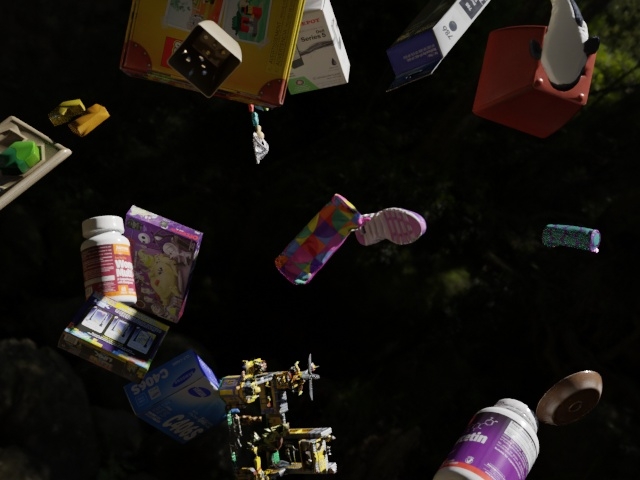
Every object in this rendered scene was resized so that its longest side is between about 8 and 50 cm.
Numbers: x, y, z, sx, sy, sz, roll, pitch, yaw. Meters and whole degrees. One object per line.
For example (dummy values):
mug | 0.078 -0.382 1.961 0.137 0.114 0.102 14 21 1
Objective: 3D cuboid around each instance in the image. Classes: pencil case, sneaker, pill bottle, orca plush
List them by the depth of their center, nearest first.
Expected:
pencil case | 0.000 0.000 1.673 0.104 0.236 0.104 43 10 -9
orca plush | 0.562 -0.463 1.694 0.102 0.151 0.287 52 24 -63
pill bottle | 0.417 0.537 1.760 0.181 0.323 0.182 21 -50 27
pill bottle | -0.534 0.058 1.799 0.121 0.121 0.221 96 -15 -78
sneaker | 0.192 -0.044 1.849 0.236 0.104 0.095 -3 -77 55
pencil case | 0.724 -0.006 2.076 0.151 0.064 0.070 10 -60 43

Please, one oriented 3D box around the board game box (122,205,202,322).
board game box | -0.465 0.076 2.029 0.208 0.056 0.347 24 -49 3

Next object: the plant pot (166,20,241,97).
plant pot | -0.220 -0.370 1.422 0.109 0.109 0.096 39 30 -19

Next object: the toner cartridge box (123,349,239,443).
toner cartridge box | -0.308 0.369 1.657 0.075 0.165 0.348 57 -8 25

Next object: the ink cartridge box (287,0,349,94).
ink cartridge box | -0.040 -0.615 2.255 0.198 0.115 0.273 -8 -44 17

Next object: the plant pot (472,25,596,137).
plant pot | 0.637 -0.475 2.081 0.267 0.268 0.235 15 -5 -16

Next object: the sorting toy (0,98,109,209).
sorting toy | -0.515 -0.149 1.194 0.229 0.307 0.041 26 -29 38

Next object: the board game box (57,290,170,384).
board game box | -0.396 0.185 1.392 0.170 0.048 0.141 28 28 -6

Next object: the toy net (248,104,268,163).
toy net | -0.178 -0.345 2.110 0.045 0.232 0.122 -6 -10 3

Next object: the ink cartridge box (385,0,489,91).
ink cartridge box | 0.253 -0.457 1.503 0.065 0.333 0.165 45 -22 -20

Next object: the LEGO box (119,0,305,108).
LEGO box | -0.225 -0.592 1.666 0.372 0.501 0.193 12 6 -11

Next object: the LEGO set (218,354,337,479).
LEGO set | -0.081 0.428 1.638 0.192 0.332 0.255 -10 -12 29

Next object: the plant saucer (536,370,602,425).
plant saucer | 0.662 0.425 1.888 0.198 0.198 0.036 46 9 -42
